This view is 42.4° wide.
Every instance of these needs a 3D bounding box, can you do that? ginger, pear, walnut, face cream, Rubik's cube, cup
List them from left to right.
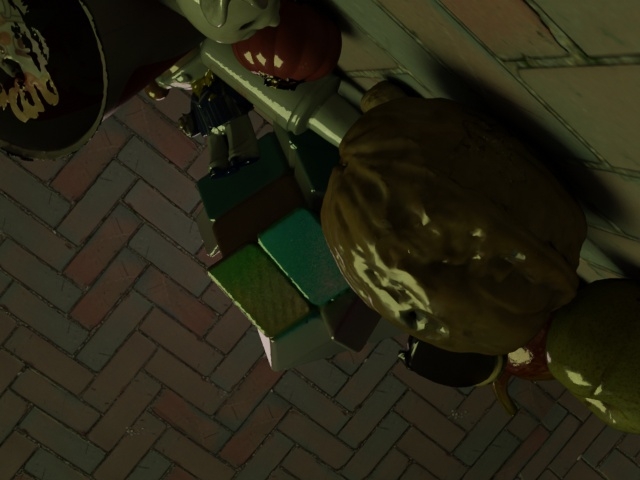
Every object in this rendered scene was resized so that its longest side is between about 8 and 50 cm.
[{"bbox_3d":[-0.209,-0.219,0.800,0.203,0.203,0.288,39,-143,-1],"label":"cup"},{"bbox_3d":[-0.028,-0.189,1.043,0.252,0.101,0.101,40,-179,6],"label":"face cream"},{"bbox_3d":[0.000,0.000,1.290,0.368,0.387,0.358,94,156,-53],"label":"Rubik's cube"},{"bbox_3d":[0.098,-0.109,0.902,0.133,0.059,0.214,44,180,3],"label":"ginger"},{"bbox_3d":[0.113,-0.008,0.702,0.245,0.198,0.198,31,-177,-17],"label":"walnut"},{"bbox_3d":[0.308,0.113,0.828,0.167,0.136,0.167,39,177,2],"label":"pear"}]

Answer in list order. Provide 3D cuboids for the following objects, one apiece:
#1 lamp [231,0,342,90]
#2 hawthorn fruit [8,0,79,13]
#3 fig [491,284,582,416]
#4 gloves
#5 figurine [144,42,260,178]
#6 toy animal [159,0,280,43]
[{"bbox_3d":[-0.033,-0.192,0.797,0.108,0.092,0.107,9,-168,-2],"label":"lamp"},{"bbox_3d":[-0.451,-0.327,0.921,0.403,0.403,0.403,39,-179,-1],"label":"hawthorn fruit"},{"bbox_3d":[0.291,0.138,1.152,0.175,0.207,0.175,43,-170,-10],"label":"fig"},{"bbox_3d":[0.163,0.017,0.921,0.154,0.141,0.331,38,-145,-18],"label":"gloves"},{"bbox_3d":[-0.153,-0.233,1.182,0.133,0.194,0.274,-14,-119,-49],"label":"figurine"},{"bbox_3d":[-0.059,-0.203,0.636,0.131,0.103,0.221,41,-179,-36],"label":"toy animal"}]
